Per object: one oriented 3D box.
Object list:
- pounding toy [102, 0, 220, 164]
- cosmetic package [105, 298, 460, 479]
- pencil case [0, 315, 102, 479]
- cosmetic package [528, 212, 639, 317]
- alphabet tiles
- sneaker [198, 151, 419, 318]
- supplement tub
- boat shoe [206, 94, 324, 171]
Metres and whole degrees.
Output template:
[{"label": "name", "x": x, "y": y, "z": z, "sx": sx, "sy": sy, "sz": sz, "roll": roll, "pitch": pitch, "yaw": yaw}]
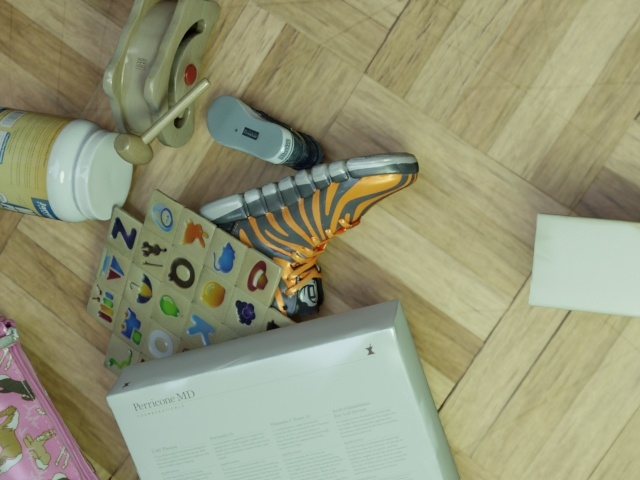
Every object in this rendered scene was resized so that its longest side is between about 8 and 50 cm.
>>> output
[{"label": "pounding toy", "x": -0.187, "y": -0.206, "z": 1.704, "sx": 0.154, "sy": 0.154, "sz": 0.270, "roll": 14, "pitch": 74, "yaw": 20}, {"label": "cosmetic package", "x": -0.040, "y": 0.256, "z": 1.586, "sx": 0.377, "sy": 0.097, "sz": 0.285, "roll": -14, "pitch": 110, "yaw": 14}, {"label": "pencil case", "x": -0.415, "y": 0.293, "z": 1.760, "sx": 0.386, "sy": 0.160, "sz": 0.167, "roll": 57, "pitch": 150, "yaw": 12}, {"label": "cosmetic package", "x": 0.410, "y": 0.039, "z": 1.463, "sx": 0.309, "sy": 0.160, "sz": 0.113, "roll": 6, "pitch": 90, "yaw": 19}, {"label": "alphabet tiles", "x": -0.176, "y": 0.106, "z": 1.693, "sx": 0.342, "sy": 0.011, "sz": 0.285, "roll": 31, "pitch": 115, "yaw": 27}, {"label": "sneaker", "x": 0.000, "y": 0.000, "z": 1.645, "sx": 0.321, "sy": 0.124, "sz": 0.180, "roll": -18, "pitch": 86, "yaw": 30}, {"label": "supplement tub", "x": -0.377, "y": -0.103, "z": 1.761, "sx": 0.199, "sy": 0.144, "sz": 0.144, "roll": 10, "pitch": 92, "yaw": 21}, {"label": "boat shoe", "x": -0.077, "y": -0.137, "z": 1.700, "sx": 0.183, "sy": 0.083, "sz": 0.065, "roll": 33, "pitch": 100, "yaw": 45}]
